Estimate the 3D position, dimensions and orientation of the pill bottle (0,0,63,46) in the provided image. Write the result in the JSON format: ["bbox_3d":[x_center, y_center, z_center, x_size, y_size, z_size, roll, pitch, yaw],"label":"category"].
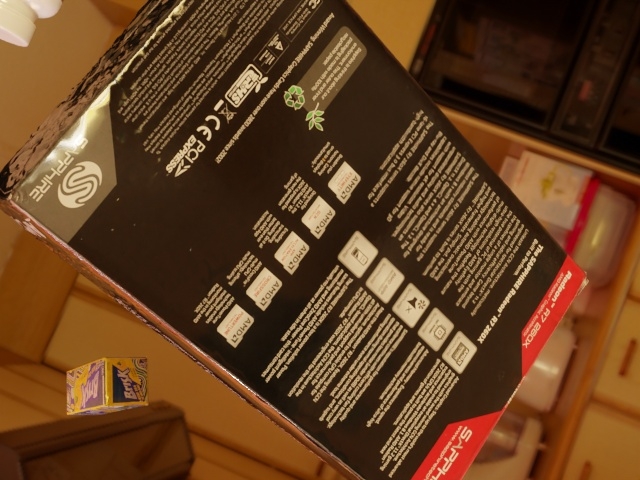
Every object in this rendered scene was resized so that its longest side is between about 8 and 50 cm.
[{"bbox_3d":[-0.250,-0.249,0.757,0.086,0.086,0.152,50,-117,-79],"label":"pill bottle"}]

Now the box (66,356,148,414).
[{"bbox_3d":[-0.264,0.180,1.078,0.169,0.054,0.059,-24,67,56],"label":"box"}]

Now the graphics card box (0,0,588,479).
[{"bbox_3d":[0.000,0.000,0.595,0.233,0.371,0.094,-54,28,-13],"label":"graphics card box"}]
